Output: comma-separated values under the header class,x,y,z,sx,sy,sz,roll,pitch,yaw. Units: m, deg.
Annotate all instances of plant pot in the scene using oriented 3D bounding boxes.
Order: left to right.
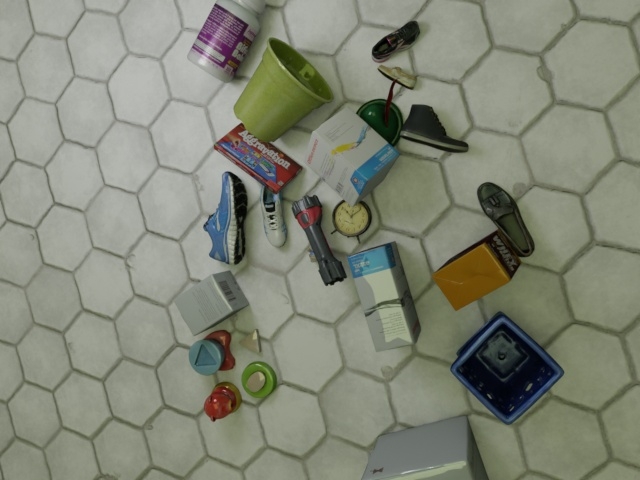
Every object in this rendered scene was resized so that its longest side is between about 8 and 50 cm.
class,x,y,z,sx,sy,sz,roll,pitch,yaw
plant pot,-0.141,-0.469,1.731,0.254,0.276,0.276,-43,82,26
plant pot,0.554,0.367,1.597,0.236,0.212,0.236,43,103,8

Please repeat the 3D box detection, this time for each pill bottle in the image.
class,x,y,z,sx,sy,sz,roll,pitch,yaw
pill bottle,-0.311,-0.708,1.790,0.169,0.169,0.301,35,102,11

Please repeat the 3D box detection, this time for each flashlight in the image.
class,x,y,z,sx,sy,sz,roll,pitch,yaw
flashlight,0.000,0.000,1.757,0.103,0.103,0.304,-19,76,-17

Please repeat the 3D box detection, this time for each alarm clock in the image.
class,x,y,z,sx,sy,sz,roll,pitch,yaw
alarm clock,0.113,-0.096,1.766,0.129,0.064,0.192,19,100,14

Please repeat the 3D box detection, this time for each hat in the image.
class,x,y,z,sx,sy,sz,roll,pitch,yaw
hat,0.169,-0.389,1.670,0.173,0.183,0.209,5,94,15

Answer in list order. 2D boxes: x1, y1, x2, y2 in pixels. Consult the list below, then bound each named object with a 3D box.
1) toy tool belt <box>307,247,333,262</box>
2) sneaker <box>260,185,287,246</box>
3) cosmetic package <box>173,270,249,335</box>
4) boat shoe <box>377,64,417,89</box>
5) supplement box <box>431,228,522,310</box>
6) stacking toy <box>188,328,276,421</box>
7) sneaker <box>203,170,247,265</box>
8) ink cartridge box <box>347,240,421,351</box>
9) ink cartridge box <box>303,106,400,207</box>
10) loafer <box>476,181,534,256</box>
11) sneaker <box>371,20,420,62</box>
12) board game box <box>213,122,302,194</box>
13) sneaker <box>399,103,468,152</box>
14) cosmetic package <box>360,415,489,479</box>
class,x,y,z,sx,sy,sz,roll,pitch,yaw
toy tool belt,-0.001,0.042,1.812,0.083,0.052,0.051,-17,97,15
sneaker,-0.170,-0.092,1.833,0.085,0.086,0.237,-6,93,14
cosmetic package,-0.387,0.221,1.875,0.183,0.151,0.151,-32,84,14
boat shoe,0.251,-0.540,1.712,0.135,0.050,0.045,30,97,2
supplement box,0.474,0.086,1.587,0.191,0.194,0.129,-38,84,32
stacking toy,-0.325,0.477,1.886,0.279,0.130,0.309,-19,89,16
sneaker,-0.347,-0.080,1.859,0.147,0.130,0.330,6,95,12
ink cartridge box,0.209,0.172,1.673,0.129,0.223,0.307,-17,89,16
ink cartridge box,0.093,-0.266,1.676,0.232,0.171,0.168,44,63,9
loafer,0.580,-0.068,1.629,0.096,0.084,0.267,-34,85,15
sneaker,0.241,-0.639,1.691,0.178,0.077,0.072,-37,85,14
board game box,-0.215,-0.287,1.818,0.281,0.027,0.145,37,59,10
sneaker,0.374,-0.357,1.669,0.222,0.083,0.118,19,94,11
cosmetic package,0.357,0.818,1.617,0.327,0.329,0.394,-19,89,16
